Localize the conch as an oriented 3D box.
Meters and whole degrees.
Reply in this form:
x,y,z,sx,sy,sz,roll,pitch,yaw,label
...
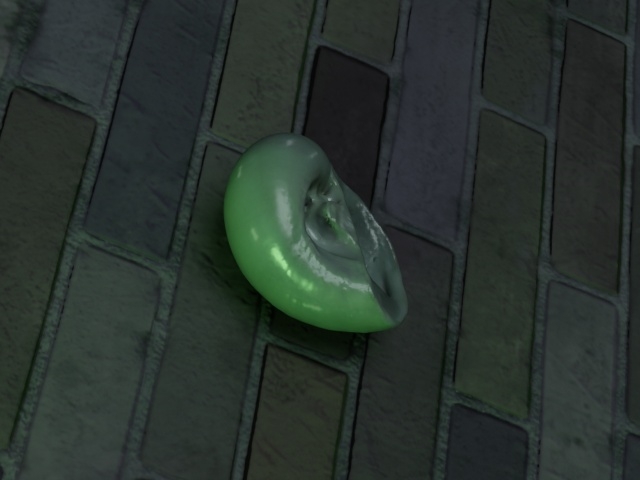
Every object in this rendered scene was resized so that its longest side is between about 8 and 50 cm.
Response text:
x,y,z,sx,sy,sz,roll,pitch,yaw,label
-0.004,0.001,1.852,0.185,0.121,0.221,-23,79,-44,conch
